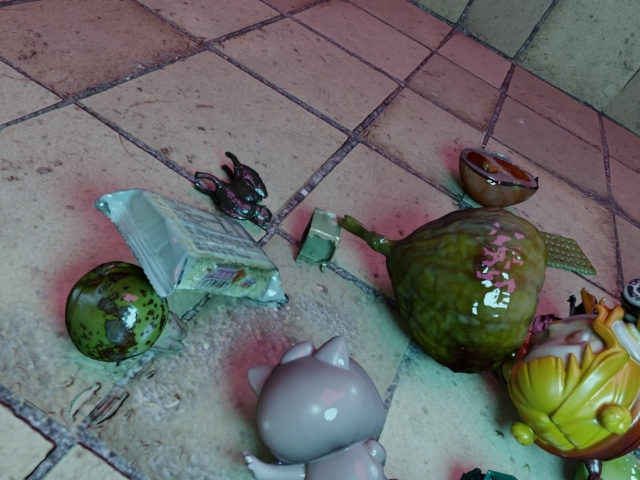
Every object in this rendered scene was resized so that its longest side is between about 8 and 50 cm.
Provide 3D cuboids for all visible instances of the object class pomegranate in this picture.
[{"bbox_3d":[-0.243,0.092,0.686,0.163,0.125,0.138,6,8,-40],"label":"pomegranate"}]

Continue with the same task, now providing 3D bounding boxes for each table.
[{"bbox_3d":[0.000,0.000,0.970,0.062,0.079,0.083,21,41,-7],"label":"table"}]

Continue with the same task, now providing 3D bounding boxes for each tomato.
[{"bbox_3d":[0.449,-0.156,1.388,0.228,0.112,0.199,9,35,-22],"label":"tomato"}]

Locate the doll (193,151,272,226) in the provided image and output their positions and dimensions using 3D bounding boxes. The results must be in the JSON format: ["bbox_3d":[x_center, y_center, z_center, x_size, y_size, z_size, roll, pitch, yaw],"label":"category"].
[{"bbox_3d":[-0.153,-0.091,0.993,0.165,0.057,0.139,35,38,7],"label":"doll"}]

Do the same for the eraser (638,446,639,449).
[{"bbox_3d":[0.682,0.273,0.981,0.150,0.331,0.331,30,39,4],"label":"eraser"}]

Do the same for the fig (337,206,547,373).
[{"bbox_3d":[0.195,0.046,0.919,0.369,0.286,0.286,27,37,19],"label":"fig"}]

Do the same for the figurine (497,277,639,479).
[{"bbox_3d":[0.423,0.212,0.830,0.196,0.320,0.323,50,50,1],"label":"figurine"}]

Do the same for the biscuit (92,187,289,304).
[{"bbox_3d":[-0.165,0.018,0.776,0.186,0.079,0.309,50,11,21],"label":"biscuit"}]

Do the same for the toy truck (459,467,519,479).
[{"bbox_3d":[0.276,0.394,0.678,0.216,0.116,0.110,42,40,15],"label":"toy truck"}]

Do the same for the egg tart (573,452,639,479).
[{"bbox_3d":[0.472,0.407,0.815,0.197,0.078,0.197,19,40,-16],"label":"egg tart"}]

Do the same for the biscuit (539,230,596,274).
[{"bbox_3d":[0.605,0.025,1.362,0.231,0.016,0.139,12,41,-21],"label":"biscuit"}]

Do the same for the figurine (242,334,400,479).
[{"bbox_3d":[0.015,0.270,0.658,0.287,0.176,0.186,62,5,14],"label":"figurine"}]
